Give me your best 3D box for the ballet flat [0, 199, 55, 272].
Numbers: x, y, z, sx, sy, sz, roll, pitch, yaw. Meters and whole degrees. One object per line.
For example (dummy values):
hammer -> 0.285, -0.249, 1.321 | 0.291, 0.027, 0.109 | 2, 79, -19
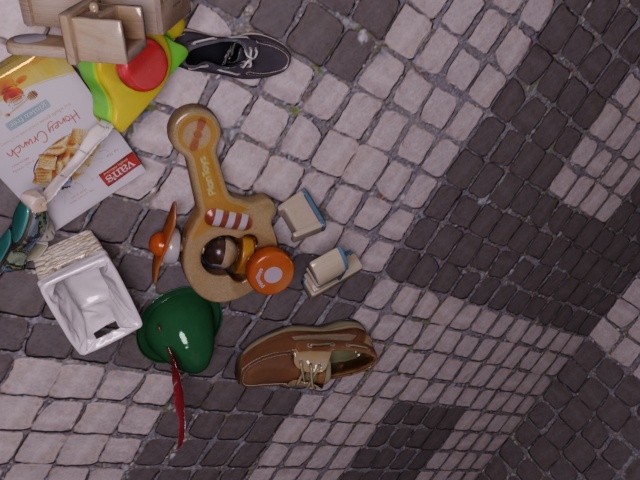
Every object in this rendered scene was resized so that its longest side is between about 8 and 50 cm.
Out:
ballet flat -> -0.422, -0.009, 0.991 | 0.070, 0.070, 0.188 | 9, 150, -38

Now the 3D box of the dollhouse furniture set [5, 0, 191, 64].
dollhouse furniture set -> -0.258, -0.411, 0.731 | 0.173, 0.303, 0.356 | 6, 125, 7

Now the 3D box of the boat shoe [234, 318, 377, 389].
boat shoe -> -0.019, 0.252, 1.456 | 0.323, 0.120, 0.123 | -11, 127, -28

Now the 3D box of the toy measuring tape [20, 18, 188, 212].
toy measuring tape -> -0.295, -0.192, 0.883 | 0.330, 0.121, 0.121 | -53, 137, -13

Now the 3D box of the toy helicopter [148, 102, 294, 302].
toy helicopter -> -0.193, -0.050, 1.135 | 0.234, 0.140, 0.355 | -17, 120, -11

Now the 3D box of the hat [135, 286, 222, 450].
hat -> -0.226, 0.217, 1.244 | 0.172, 0.183, 0.209 | -19, 131, -22

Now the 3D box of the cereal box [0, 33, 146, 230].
cereal box -> -0.381, -0.143, 0.965 | 0.173, 0.047, 0.240 | -35, 135, -7

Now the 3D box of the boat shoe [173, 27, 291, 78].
boat shoe -> -0.128, -0.272, 1.027 | 0.206, 0.065, 0.075 | -2, 123, -33

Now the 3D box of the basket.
basket -> -0.375, 0.080, 1.098 | 0.113, 0.103, 0.167 | -26, 134, -16

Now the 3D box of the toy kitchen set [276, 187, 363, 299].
toy kitchen set -> 0.000, 0.000, 1.324 | 0.122, 0.166, 0.207 | -29, 170, -12
